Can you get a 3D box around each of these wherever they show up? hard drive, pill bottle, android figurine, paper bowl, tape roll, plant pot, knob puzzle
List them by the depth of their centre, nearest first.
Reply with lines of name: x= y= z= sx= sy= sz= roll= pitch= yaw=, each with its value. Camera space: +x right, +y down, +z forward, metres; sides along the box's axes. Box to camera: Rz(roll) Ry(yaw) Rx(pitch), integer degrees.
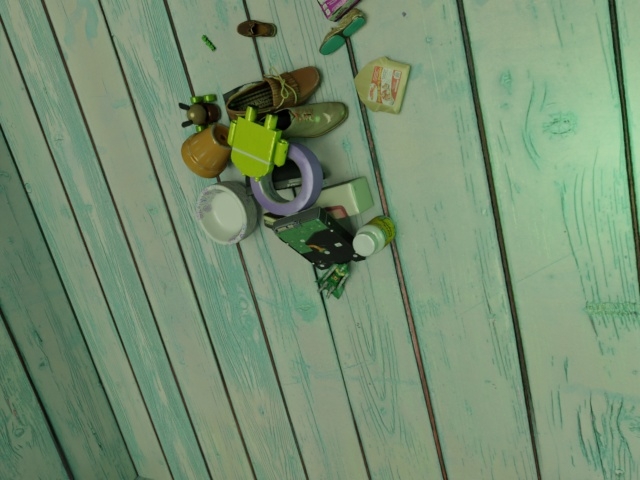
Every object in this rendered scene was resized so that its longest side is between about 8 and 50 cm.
knob puzzle: x=0.214 y=-0.560 z=1.650 sx=0.213 sy=0.030 sz=0.213 roll=11 pitch=114 yaw=26
android figurine: x=-0.237 y=-0.349 z=1.686 sx=0.248 sy=0.056 sz=0.272 roll=24 pitch=119 yaw=16
pill bottle: x=0.204 y=-0.015 z=1.750 sx=0.118 sy=0.208 sz=0.117 roll=10 pitch=113 yaw=26
tape roll: x=-0.131 y=-0.237 z=1.754 sx=0.275 sy=0.090 sz=0.274 roll=6 pitch=105 yaw=25
hard drive: x=0.000 y=0.000 z=1.840 sx=0.237 sy=0.064 sz=0.339 roll=-17 pitch=141 yaw=34
plant pot: x=-0.464 y=-0.401 z=1.974 sx=0.188 sy=0.205 sz=0.205 roll=-31 pitch=91 yaw=41
paper bowl: x=-0.413 y=-0.131 z=2.093 sx=0.284 sy=0.148 sz=0.284 roll=10 pitch=112 yaw=26

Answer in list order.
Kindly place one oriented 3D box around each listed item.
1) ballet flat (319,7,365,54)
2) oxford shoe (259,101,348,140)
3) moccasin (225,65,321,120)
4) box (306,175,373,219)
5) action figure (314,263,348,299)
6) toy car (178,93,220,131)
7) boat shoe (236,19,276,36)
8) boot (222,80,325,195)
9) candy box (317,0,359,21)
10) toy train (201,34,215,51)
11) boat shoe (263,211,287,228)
ballet flat: x=0.073 y=-0.752 z=1.648 sx=0.206 sy=0.073 sz=0.067 roll=-28 pitch=66 yaw=31
oxford shoe: x=-0.065 y=-0.450 z=1.724 sx=0.348 sy=0.130 sz=0.123 roll=-16 pitch=88 yaw=3
moccasin: x=-0.178 y=-0.560 z=1.726 sx=0.380 sy=0.147 sz=0.139 roll=-18 pitch=87 yaw=-2
box: x=0.067 y=-0.156 z=1.812 sx=0.232 sy=0.149 sz=0.126 roll=-11 pitch=101 yaw=33
action figure: x=0.059 y=0.166 z=1.961 sx=0.137 sy=0.063 sz=0.232 roll=32 pitch=136 yaw=1
toy car: x=-0.545 y=-0.545 z=1.988 sx=0.149 sy=0.188 sz=0.155 roll=3 pitch=109 yaw=29
boat shoe: x=-0.260 y=-0.832 z=1.798 sx=0.178 sy=0.060 sz=0.064 roll=14 pitch=115 yaw=25
boot: x=-0.190 y=-0.430 z=1.876 sx=0.367 sy=0.146 sz=0.445 roll=-8 pitch=95 yaw=21
candy box: x=0.041 y=-0.909 z=1.583 sx=0.159 sy=0.071 sz=0.233 roll=-30 pitch=87 yaw=33
toy train: x=-0.475 y=-0.836 z=1.945 sx=0.083 sy=0.017 sz=0.024 roll=51 pitch=134 yaw=4
boat shoe: x=-0.159 y=-0.061 z=2.022 sx=0.224 sy=0.080 sz=0.073 roll=22 pitch=123 yaw=27
